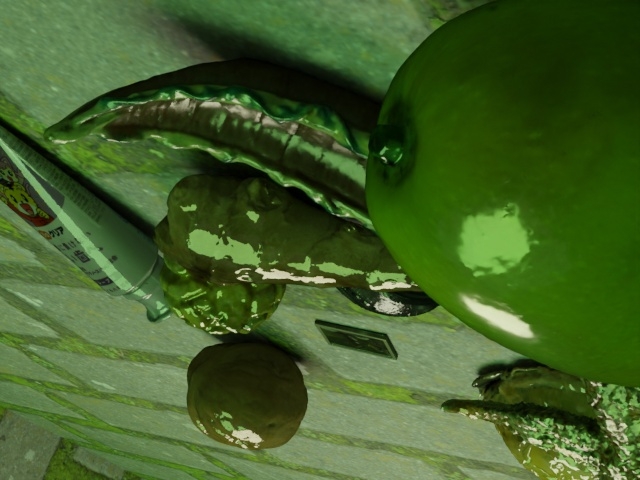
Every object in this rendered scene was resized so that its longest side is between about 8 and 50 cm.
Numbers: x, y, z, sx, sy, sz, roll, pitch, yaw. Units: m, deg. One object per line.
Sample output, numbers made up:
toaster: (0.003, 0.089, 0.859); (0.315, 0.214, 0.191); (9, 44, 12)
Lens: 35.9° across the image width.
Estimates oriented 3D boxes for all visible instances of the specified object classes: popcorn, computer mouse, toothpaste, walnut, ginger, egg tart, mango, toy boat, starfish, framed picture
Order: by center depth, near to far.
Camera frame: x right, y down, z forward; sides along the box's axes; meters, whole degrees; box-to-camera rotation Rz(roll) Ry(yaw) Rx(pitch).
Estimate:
mango: (0.171, -0.010, 0.542); (0.192, 0.156, 0.343); (-40, 136, 24)
toy boat: (-0.031, -0.067, 0.678); (0.293, 0.099, 0.108); (17, 159, -14)
ginger: (0.000, 0.000, 0.822); (0.294, 0.086, 0.131); (7, 142, 17)
starfish: (0.313, 0.186, 0.886); (0.358, 0.078, 0.347); (27, 135, -4)
computer mouse: (0.048, 0.039, 0.911); (0.135, 0.047, 0.079); (27, 156, -12)
popcorn: (-0.092, 0.035, 0.957); (0.120, 0.116, 0.106); (-26, -178, 6)
toothpaste: (-0.256, -0.026, 0.997); (0.114, 0.073, 0.299); (-8, 137, 48)
egg tart: (0.279, 0.214, 1.069); (0.252, 0.098, 0.232); (9, 152, 33)
framed picture: (0.041, 0.115, 1.141); (0.089, 0.007, 0.066); (10, 156, 22)
walnut: (-0.096, 0.201, 1.284); (0.166, 0.149, 0.166); (34, -173, -5)
